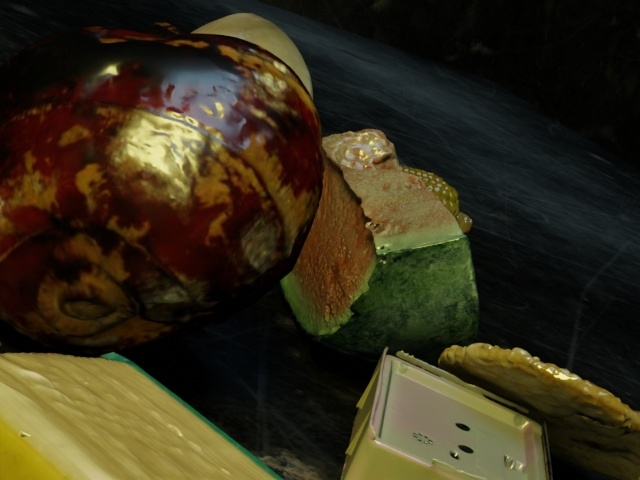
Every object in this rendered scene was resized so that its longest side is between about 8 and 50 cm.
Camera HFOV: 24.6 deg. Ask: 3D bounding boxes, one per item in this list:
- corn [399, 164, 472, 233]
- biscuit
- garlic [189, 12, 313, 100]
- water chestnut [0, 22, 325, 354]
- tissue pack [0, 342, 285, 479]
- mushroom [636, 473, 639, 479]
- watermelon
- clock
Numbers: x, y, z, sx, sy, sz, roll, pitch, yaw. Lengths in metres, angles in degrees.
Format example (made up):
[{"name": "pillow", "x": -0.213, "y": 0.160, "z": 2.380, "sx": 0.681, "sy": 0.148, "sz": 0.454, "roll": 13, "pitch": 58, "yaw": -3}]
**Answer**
[{"name": "corn", "x": 0.064, "y": -0.056, "z": 1.788, "sx": 0.261, "sy": 0.097, "sz": 0.097, "roll": 17, "pitch": 16, "yaw": -15}, {"name": "biscuit", "x": 0.195, "y": 0.145, "z": 1.218, "sx": 0.220, "sy": 0.033, "sz": 0.220, "roll": 26, "pitch": -18, "yaw": 9}, {"name": "garlic", "x": -0.141, "y": -0.108, "z": 1.356, "sx": 0.246, "sy": 0.231, "sz": 0.340, "roll": 20, "pitch": 11, "yaw": 36}, {"name": "water chestnut", "x": -0.137, "y": -0.047, "z": 1.093, "sx": 0.289, "sy": 0.289, "sz": 0.244, "roll": -14, "pitch": 80, "yaw": -67}, {"name": "tissue pack", "x": -0.066, "y": 0.182, "z": 0.544, "sx": 0.271, "sy": 0.192, "sz": 0.134, "roll": 33, "pitch": 15, "yaw": 32}, {"name": "mushroom", "x": 0.328, "y": 0.227, "z": 0.898, "sx": 0.292, "sy": 0.292, "sz": 0.290, "roll": 22, "pitch": 37, "yaw": -6}, {"name": "watermelon", "x": 0.041, "y": 0.007, "z": 1.307, "sx": 0.148, "sy": 0.226, "sz": 0.318, "roll": -11, "pitch": -5, "yaw": -6}, {"name": "clock", "x": 0.093, "y": 0.163, "z": 1.099, "sx": 0.147, "sy": 0.071, "sz": 0.192, "roll": 24, "pitch": 15, "yaw": -1}]
